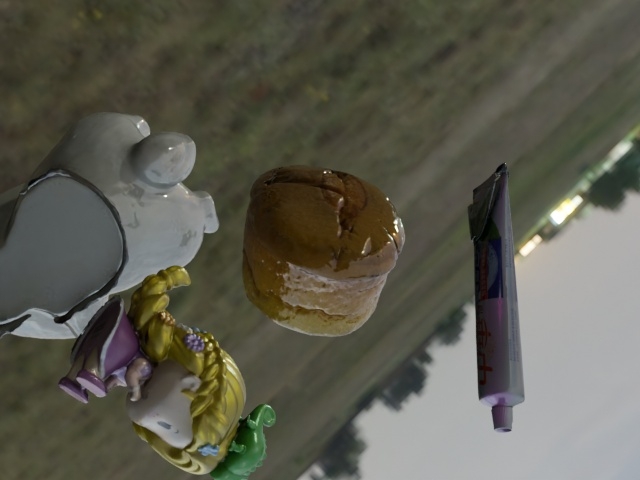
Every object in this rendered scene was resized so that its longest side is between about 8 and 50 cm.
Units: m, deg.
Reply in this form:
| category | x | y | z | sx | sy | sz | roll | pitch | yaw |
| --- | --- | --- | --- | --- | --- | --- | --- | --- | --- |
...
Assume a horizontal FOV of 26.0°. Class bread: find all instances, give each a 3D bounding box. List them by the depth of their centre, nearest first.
| category | x | y | z | sx | sy | sz | roll | pitch | yaw |
| --- | --- | --- | --- | --- | --- | --- | --- | --- | --- |
| bread | 0.000 | 0.000 | 1.685 | 0.270 | 0.195 | 0.143 | -85 | -169 | -61 |

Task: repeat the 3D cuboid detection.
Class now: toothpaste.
| category | x | y | z | sx | sy | sz | roll | pitch | yaw |
| --- | --- | --- | --- | --- | --- | --- | --- | --- | --- |
| toothpaste | 0.110 | 0.036 | 0.864 | 0.045 | 0.028 | 0.170 | 129 | -36 | -61 |

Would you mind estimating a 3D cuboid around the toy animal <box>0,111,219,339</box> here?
| category | x | y | z | sx | sy | sz | roll | pitch | yaw |
| --- | --- | --- | --- | --- | --- | --- | --- | --- | --- |
| toy animal | -0.246 | -0.003 | 1.241 | 0.325 | 0.209 | 0.154 | -4 | -167 | 25 |

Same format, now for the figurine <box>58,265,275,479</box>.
| category | x | y | z | sx | sy | sz | roll | pitch | yaw |
| --- | --- | --- | --- | --- | --- | --- | --- | --- | --- |
| figurine | -0.088 | 0.093 | 0.961 | 0.115 | 0.156 | 0.095 | -59 | -161 | -20 |
